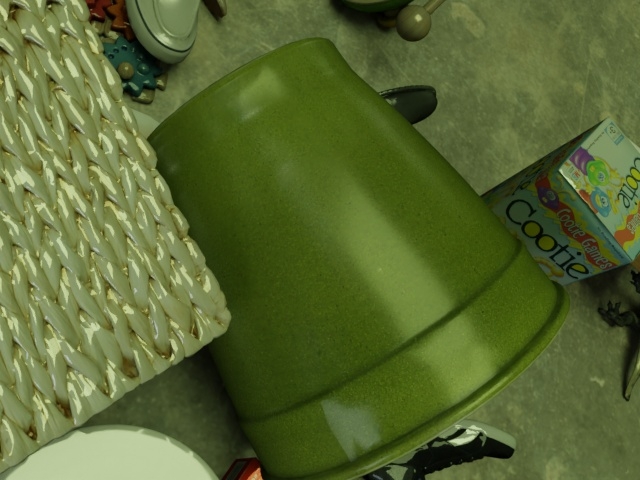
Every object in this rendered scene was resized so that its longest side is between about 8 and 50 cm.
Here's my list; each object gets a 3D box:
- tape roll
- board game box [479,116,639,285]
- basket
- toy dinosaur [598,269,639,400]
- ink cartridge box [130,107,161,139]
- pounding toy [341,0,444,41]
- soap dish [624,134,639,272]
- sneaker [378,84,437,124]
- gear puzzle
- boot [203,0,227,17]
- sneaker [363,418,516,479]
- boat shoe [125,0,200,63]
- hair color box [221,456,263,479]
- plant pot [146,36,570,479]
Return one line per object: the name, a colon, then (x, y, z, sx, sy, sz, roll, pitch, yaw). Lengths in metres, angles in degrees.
tape roll: (-0.212, 0.301, 0.635, 0.246, 0.169, 0.246, 9, 68, -23)
board game box: (0.305, -0.023, 0.943, 0.144, 0.275, 0.142, -40, 92, -32)
basket: (-0.301, 0.000, 0.579, 0.267, 0.331, 0.328, -29, 101, -33)
toy dinosaur: (0.531, 0.121, 1.127, 0.118, 0.064, 0.268, 47, 62, -11)
ink cartridge box: (-0.214, -0.079, 0.849, 0.179, 0.045, 0.145, 20, 65, -15)
pounding toy: (0.135, -0.398, 1.089, 0.183, 0.110, 0.237, -44, 54, -3)
soap dish: (0.511, -0.041, 1.070, 0.229, 0.118, 0.291, 42, 26, -1)
sneaker: (0.035, -0.106, 0.940, 0.331, 0.122, 0.146, -26, 91, -18)
gear puzzle: (-0.270, -0.351, 0.920, 0.176, 0.044, 0.338, 13, 66, -21)
boot: (-0.140, -0.384, 0.998, 0.087, 0.042, 0.118, -28, 84, -31)
sneaker: (0.142, 0.283, 0.873, 0.217, 0.079, 0.121, 16, 68, -11)
boat shoe: (-0.190, -0.361, 0.901, 0.096, 0.088, 0.267, 18, 60, -34)
hair color box: (-0.043, 0.305, 0.772, 0.141, 0.072, 0.043, 41, 60, -6)
plant pot: (0.000, 0.000, 0.717, 0.367, 0.366, 0.352, -34, 93, -31)
